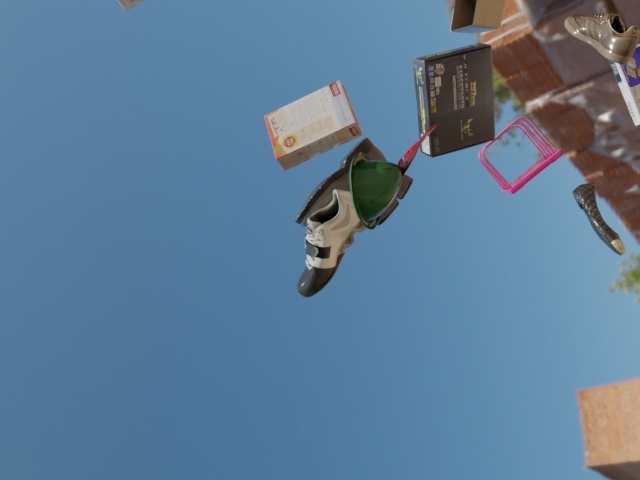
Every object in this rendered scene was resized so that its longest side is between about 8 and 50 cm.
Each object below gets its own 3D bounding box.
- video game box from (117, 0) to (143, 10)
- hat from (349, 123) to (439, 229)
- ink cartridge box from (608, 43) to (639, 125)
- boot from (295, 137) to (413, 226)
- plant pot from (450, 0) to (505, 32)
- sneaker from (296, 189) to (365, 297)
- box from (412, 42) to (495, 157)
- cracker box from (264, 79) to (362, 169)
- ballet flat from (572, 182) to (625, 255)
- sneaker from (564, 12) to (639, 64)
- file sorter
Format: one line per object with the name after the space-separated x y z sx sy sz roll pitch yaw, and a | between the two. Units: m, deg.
-0.401 -0.667 1.675 0.048 0.187 0.205 55 -157 -38 | video game box
0.181 -0.138 1.553 0.173 0.183 0.209 -33 -67 -61 | hat
0.938 -0.454 1.896 0.045 0.208 0.206 157 90 -86 | ink cartridge box
0.104 -0.117 2.008 0.222 0.338 0.118 44 -179 -8 | boot
0.412 -0.590 1.755 0.096 0.109 0.109 7 -85 -21 | plant pot
0.000 0.000 1.886 0.146 0.331 0.122 26 -169 -30 | sneaker
0.319 -0.331 1.606 0.183 0.059 0.233 -17 -63 -18 | box
-0.021 -0.306 1.808 0.067 0.232 0.156 48 -158 -57 | cracker box
0.550 -0.046 1.328 0.057 0.049 0.173 42 -156 -53 | ballet flat
0.540 -0.402 1.292 0.066 0.071 0.188 4 -143 -25 | sneaker
0.655 -0.288 2.290 0.182 0.202 0.290 50 -170 3 | file sorter
